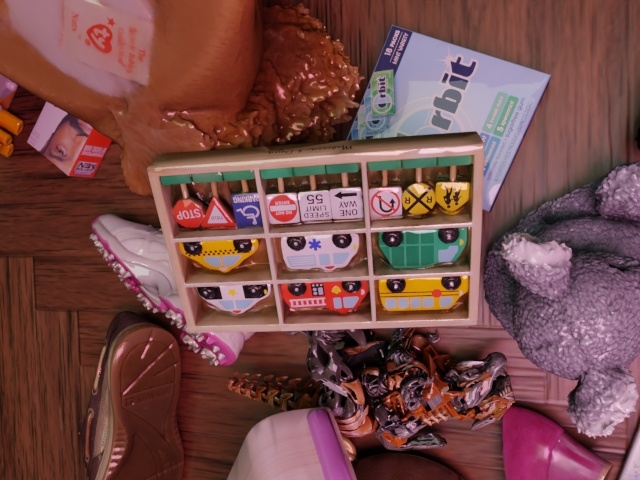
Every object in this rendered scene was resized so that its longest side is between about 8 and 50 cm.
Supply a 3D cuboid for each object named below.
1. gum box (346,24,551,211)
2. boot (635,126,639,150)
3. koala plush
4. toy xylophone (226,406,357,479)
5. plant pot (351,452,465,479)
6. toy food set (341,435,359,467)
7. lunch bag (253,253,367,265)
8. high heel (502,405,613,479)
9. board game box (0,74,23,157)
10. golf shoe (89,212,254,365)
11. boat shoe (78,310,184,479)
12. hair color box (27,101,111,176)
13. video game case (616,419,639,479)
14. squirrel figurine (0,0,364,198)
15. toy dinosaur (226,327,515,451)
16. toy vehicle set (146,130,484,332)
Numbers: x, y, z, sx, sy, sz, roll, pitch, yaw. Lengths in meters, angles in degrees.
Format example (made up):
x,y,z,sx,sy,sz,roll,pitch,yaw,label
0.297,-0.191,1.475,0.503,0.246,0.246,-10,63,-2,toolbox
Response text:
x,y,z,sx,sy,sz,roll,pitch,yaw,label
0.138,-0.139,0.617,0.184,0.041,0.157,25,101,17,gum box
0.405,-0.068,0.499,0.207,0.094,0.247,11,89,15,boot
0.232,0.056,0.485,0.203,0.221,0.196,-22,93,30,koala plush
-0.058,0.343,0.564,0.081,0.236,0.323,12,126,-23,toy xylophone
0.077,0.377,0.546,0.215,0.230,0.216,3,102,12,plant pot
0.012,0.307,0.690,0.192,0.038,0.133,30,108,7,toy food set
0.017,-0.011,0.584,0.218,0.176,0.090,-5,95,6,lunch bag
0.219,0.311,0.604,0.117,0.082,0.244,29,114,39,high heel
-0.405,-0.243,0.634,0.050,0.390,0.390,31,104,-11,board game box
-0.181,0.035,0.715,0.306,0.115,0.140,33,64,28,golf shoe
-0.271,0.265,0.754,0.123,0.123,0.342,20,109,47,boat shoe
-0.338,-0.185,0.773,0.093,0.053,0.167,36,104,13,hair color box
0.383,0.257,0.566,0.119,0.015,0.167,18,98,18,video game case
-0.120,-0.252,0.557,0.280,0.371,0.397,-8,130,21,squirrel figurine
0.043,0.154,0.616,0.321,0.164,0.219,-15,105,-2,toy dinosaur
0.000,0.000,0.466,0.266,0.035,0.166,-3,118,9,toy vehicle set
